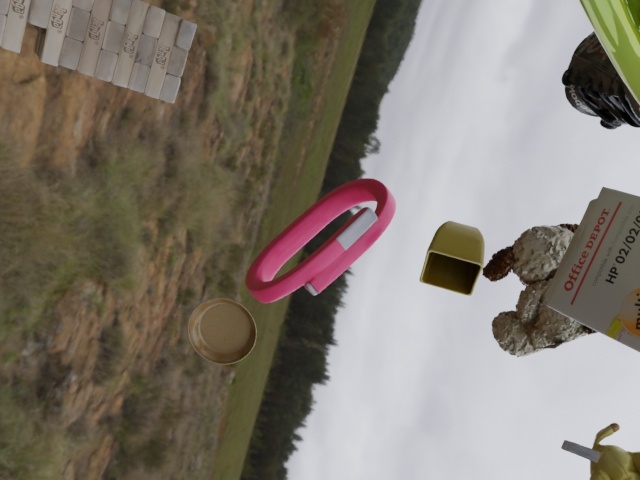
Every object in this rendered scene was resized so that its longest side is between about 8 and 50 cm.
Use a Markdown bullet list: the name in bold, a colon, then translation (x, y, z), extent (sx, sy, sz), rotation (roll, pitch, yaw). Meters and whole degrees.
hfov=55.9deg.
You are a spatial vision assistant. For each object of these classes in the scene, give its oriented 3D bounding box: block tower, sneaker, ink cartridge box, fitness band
- **block tower**: translation (-0.285, -0.228, 0.586), extent (0.097, 0.335, 0.091), rotation (40, -66, 53)
- **sneaker**: translation (0.297, -0.147, 0.559), extent (0.135, 0.097, 0.276), rotation (-35, -163, 37)
- **ink cartridge box**: translation (0.244, 0.029, 0.441), extent (0.181, 0.062, 0.104), rotation (30, -81, 52)
- **fitness band**: translation (0.000, 0.000, 1.014), extent (0.291, 0.054, 0.209), rotation (-41, -159, -9)

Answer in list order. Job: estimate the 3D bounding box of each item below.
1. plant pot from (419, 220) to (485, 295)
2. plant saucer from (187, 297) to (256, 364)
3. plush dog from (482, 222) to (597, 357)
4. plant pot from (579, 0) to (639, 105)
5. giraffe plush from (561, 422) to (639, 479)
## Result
- **plant pot**: translation (0.202, 0.018, 0.903), extent (0.081, 0.081, 0.083), rotation (92, 17, -51)
- **plant saucer**: translation (-0.116, 0.106, 0.720), extent (0.015, 0.083, 0.083), rotation (-67, 180, -78)
- **plush dog**: translation (0.449, 0.079, 1.161), extent (0.210, 0.262, 0.225), rotation (93, -23, -75)
- **plant pot**: translation (0.240, -0.216, 0.276), extent (0.228, 0.227, 0.207), rotation (-9, -116, 38)
- **giraffe plush**: translation (0.510, 0.434, 1.005), extent (0.181, 0.210, 0.170), rotation (-38, 129, -18)
